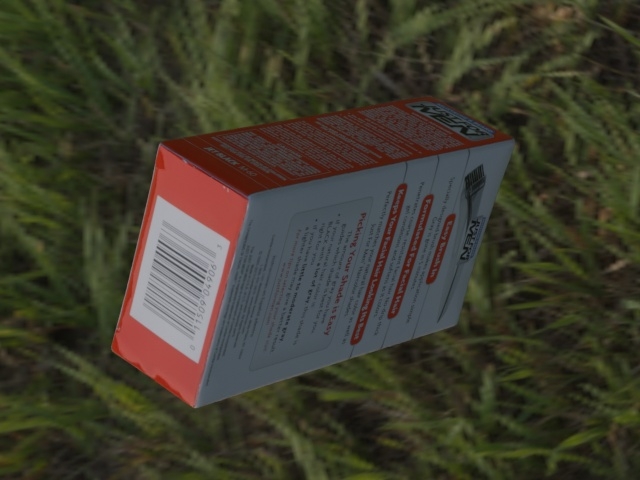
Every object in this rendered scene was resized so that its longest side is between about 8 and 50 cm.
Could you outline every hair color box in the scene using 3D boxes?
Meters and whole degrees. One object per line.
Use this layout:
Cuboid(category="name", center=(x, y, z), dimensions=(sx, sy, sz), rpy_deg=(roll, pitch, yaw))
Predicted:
Cuboid(category="hair color box", center=(0.000, 0.000, 0.771), dimensions=(0.053, 0.167, 0.093), rpy_deg=(32, 118, 33))
